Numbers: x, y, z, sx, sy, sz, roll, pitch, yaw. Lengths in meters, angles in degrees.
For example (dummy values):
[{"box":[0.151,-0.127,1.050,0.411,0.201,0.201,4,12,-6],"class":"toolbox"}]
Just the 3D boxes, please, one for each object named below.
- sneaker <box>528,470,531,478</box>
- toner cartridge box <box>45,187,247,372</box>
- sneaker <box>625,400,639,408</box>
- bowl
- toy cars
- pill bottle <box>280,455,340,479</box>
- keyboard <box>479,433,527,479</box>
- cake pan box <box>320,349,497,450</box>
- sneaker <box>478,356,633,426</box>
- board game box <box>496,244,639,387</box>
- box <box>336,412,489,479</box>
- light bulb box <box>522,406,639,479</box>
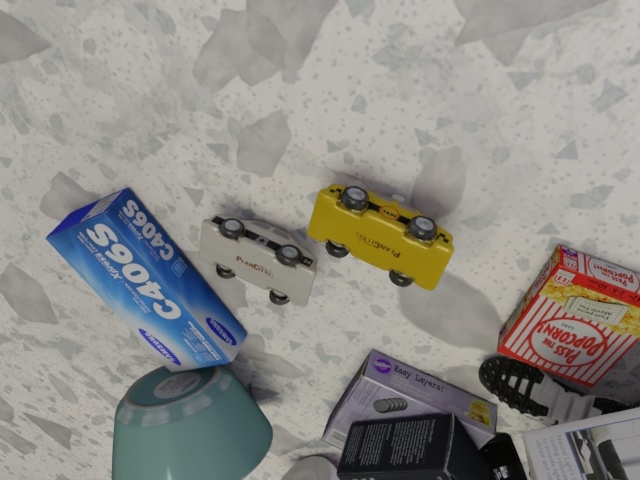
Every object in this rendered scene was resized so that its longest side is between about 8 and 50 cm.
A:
[{"box":[0.417,0.358,0.961,0.097,0.084,0.234,22,133,6],"class":"sneaker"},{"box":[-0.296,0.084,1.024,0.165,0.075,0.347,-16,121,33],"class":"toner cartridge box"},{"box":[0.491,0.251,0.882,0.084,0.032,0.036,-4,113,19],"class":"sneaker"},{"box":[-0.261,0.337,1.104,0.312,0.311,0.163,-6,107,26],"class":"bowl"},{"box":[0.000,0.000,0.832,0.394,0.087,0.176,-11,118,33],"class":"toy cars"},{"box":[0.050,0.638,1.283,0.176,0.176,0.318,-25,115,36],"class":"pill bottle"},{"box":[0.328,0.428,1.101,0.100,0.038,0.192,-21,119,8],"class":"keyboard"},{"box":[0.151,0.341,1.067,0.246,0.070,0.266,24,133,4],"class":"cake pan box"},{"box":[0.356,0.253,0.893,0.235,0.078,0.106,19,161,28],"class":"sneaker"},{"box":[0.352,0.110,0.803,0.147,0.045,0.193,20,133,5],"class":"board game box"},{"box":[0.158,0.389,0.986,0.207,0.108,0.153,-16,120,31],"class":"box"},{"box":[0.479,0.371,0.738,0.362,0.225,0.357,-16,137,11],"class":"light bulb box"}]
